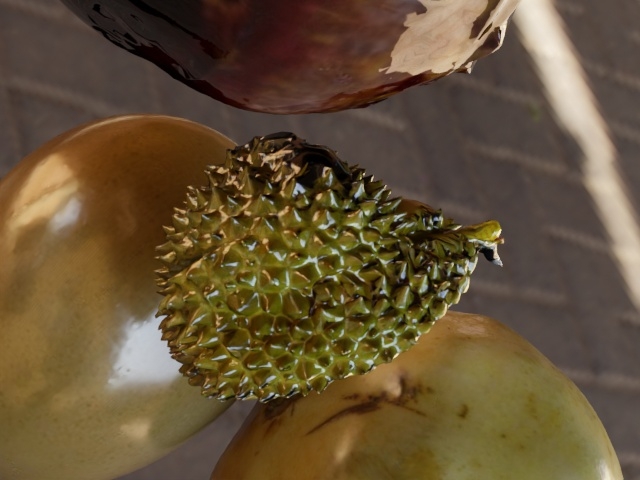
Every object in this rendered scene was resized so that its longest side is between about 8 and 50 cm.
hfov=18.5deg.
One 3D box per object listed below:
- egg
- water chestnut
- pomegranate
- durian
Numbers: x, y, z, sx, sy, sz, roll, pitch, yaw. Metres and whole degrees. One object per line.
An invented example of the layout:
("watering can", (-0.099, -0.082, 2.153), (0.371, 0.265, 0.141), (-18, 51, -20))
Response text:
("egg", (-0.166, 0.049, 1.514), (0.250, 0.322, 0.250), (41, -14, 12))
("water chestnut", (0.030, -0.209, 0.843), (0.302, 0.350, 0.350), (18, 41, -17))
("pomegranate", (0.078, 0.217, 1.538), (0.332, 0.332, 0.333), (37, 33, -29))
("durian", (0.000, 0.000, 1.294), (0.193, 0.237, 0.138), (-134, -154, -67))
